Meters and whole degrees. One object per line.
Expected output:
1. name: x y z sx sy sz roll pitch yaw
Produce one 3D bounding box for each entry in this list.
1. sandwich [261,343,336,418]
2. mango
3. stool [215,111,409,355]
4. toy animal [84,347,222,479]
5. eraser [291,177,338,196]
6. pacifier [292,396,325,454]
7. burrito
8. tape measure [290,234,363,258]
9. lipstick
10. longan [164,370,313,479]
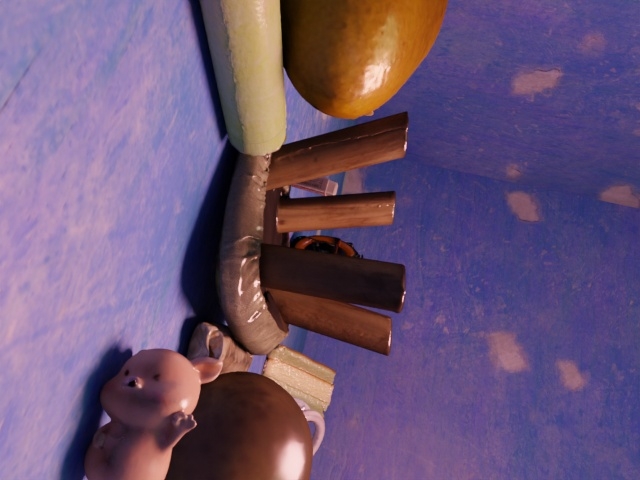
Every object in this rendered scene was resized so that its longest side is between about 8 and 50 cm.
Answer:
1. sandwich: -0.062 0.414 1.540 0.227 0.198 0.155 96 8 -60
2. mango: 0.048 -0.314 0.672 0.301 0.220 0.445 77 23 -49
3. stool: 0.000 0.000 0.760 0.310 0.226 0.310 85 10 -66
4. toy animal: -0.153 0.156 0.457 0.150 0.083 0.089 -64 -175 -17
5. eraser: -0.030 -0.108 0.982 0.052 0.122 0.029 31 75 -85
6. pacifier: -0.123 0.367 1.039 0.207 0.227 0.279 48 -44 42
7. burrito: -0.140 0.160 0.763 0.275 0.059 0.082 84 12 -76
8. tape measure: 0.006 0.066 1.415 0.223 0.202 0.135 -101 -163 -62
9. lipstick: -0.073 -0.193 0.518 0.304 0.076 0.076 93 11 -63
10. longan: -0.106 0.276 0.664 0.196 0.196 0.220 90 25 -70
